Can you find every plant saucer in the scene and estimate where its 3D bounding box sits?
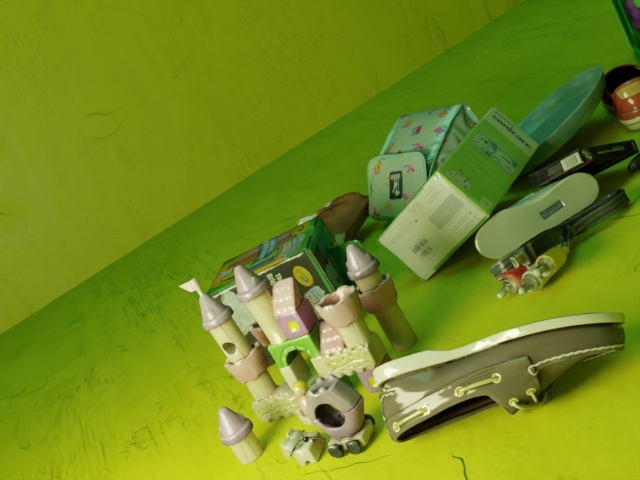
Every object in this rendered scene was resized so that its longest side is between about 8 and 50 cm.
[{"bbox_3d":[0.463,-0.228,1.871,0.317,0.043,0.317,-46,7,7],"label":"plant saucer"}]

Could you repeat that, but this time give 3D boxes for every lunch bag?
[{"bbox_3d":[0.226,-0.155,2.007,0.223,0.160,0.262,0,54,56],"label":"lunch bag"}]

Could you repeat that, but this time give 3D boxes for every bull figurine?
[{"bbox_3d":[0.000,0.000,2.039,0.188,0.101,0.310,-18,20,44],"label":"bull figurine"}]

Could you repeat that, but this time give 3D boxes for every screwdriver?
[{"bbox_3d":[0.592,-0.161,1.611,0.170,0.025,0.024,-30,12,-33],"label":"screwdriver"}]

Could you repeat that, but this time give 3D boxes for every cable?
[{"bbox_3d":[0.377,0.011,1.437,0.287,0.072,0.139,-26,-7,-33],"label":"cable"}]

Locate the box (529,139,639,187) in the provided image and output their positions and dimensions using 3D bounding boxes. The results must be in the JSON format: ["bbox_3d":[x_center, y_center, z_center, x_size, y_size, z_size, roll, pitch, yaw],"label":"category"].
[{"bbox_3d":[0.457,-0.132,1.582,0.162,0.029,0.116,-14,-11,-36],"label":"box"}]

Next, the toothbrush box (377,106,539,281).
[{"bbox_3d":[0.254,-0.089,1.673,0.206,0.122,0.283,-51,-2,43],"label":"toothbrush box"}]

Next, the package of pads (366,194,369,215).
[{"bbox_3d":[0.128,-0.092,2.223,0.050,0.032,0.083,-23,17,20],"label":"package of pads"}]

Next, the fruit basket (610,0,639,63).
[{"bbox_3d":[0.813,-0.576,1.989,0.392,0.283,0.392,-23,2,1],"label":"fruit basket"}]

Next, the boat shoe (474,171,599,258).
[{"bbox_3d":[0.365,-0.038,1.551,0.227,0.079,0.081,-31,-4,4],"label":"boat shoe"}]

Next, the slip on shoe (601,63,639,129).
[{"bbox_3d":[0.629,-0.317,1.871,0.123,0.101,0.331,-27,14,19],"label":"slip on shoe"}]

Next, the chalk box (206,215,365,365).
[{"bbox_3d":[-0.035,0.085,1.690,0.289,0.180,0.179,-25,16,15],"label":"chalk box"}]

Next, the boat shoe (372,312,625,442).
[{"bbox_3d":[0.217,0.166,1.110,0.324,0.097,0.116,-19,-22,25],"label":"boat shoe"}]

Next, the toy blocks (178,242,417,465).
[{"bbox_3d":[-0.053,0.144,1.373,0.288,0.260,0.309,-20,18,31],"label":"toy blocks"}]
